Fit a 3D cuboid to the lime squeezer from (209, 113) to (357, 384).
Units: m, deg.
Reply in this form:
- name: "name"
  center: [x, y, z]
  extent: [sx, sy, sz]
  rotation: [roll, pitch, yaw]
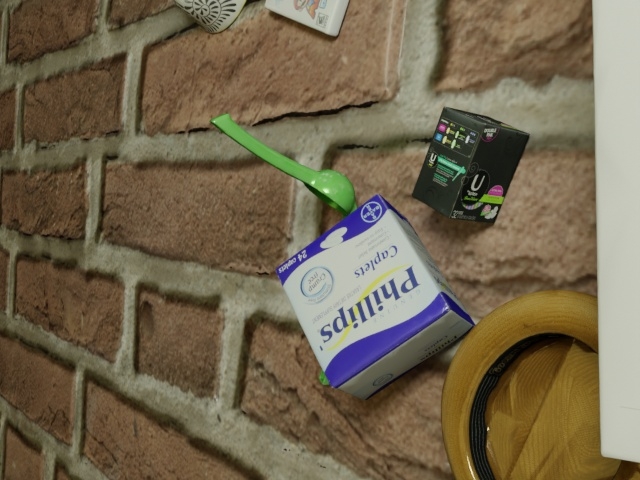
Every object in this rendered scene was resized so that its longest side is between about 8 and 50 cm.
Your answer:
- name: "lime squeezer"
  center: [0.000, 0.000, 0.724]
  extent: [0.058, 0.110, 0.311]
  rotation: [8, 125, 52]

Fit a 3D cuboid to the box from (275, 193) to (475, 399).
- name: "box"
  center: [0.047, 0.052, 0.645]
  extent: [0.126, 0.072, 0.137]
  rotation: [-37, 57, 12]

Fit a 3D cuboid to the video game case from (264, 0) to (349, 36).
- name: "video game case"
  center: [-0.002, -0.328, 0.806]
  extent: [0.143, 0.019, 0.157]
  rotation: [38, 117, 45]

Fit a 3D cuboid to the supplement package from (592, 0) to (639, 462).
- name: "supplement package"
  center: [0.259, -0.035, 0.352]
  extent: [0.177, 0.175, 0.293]
  rotation: [-4, 85, 49]

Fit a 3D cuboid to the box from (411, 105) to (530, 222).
- name: "box"
  center: [0.127, -0.064, 0.601]
  extent: [0.052, 0.062, 0.083]
  rotation: [37, 115, 46]

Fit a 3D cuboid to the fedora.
- name: "fedora"
  center: [0.179, 0.133, 0.514]
  extent: [0.194, 0.079, 0.195]
  rotation: [-12, 73, 46]

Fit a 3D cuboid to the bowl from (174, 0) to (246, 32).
- name: "bowl"
  center: [-0.166, -0.376, 0.959]
  extent: [0.170, 0.080, 0.170]
  rotation: [-2, 87, 50]
